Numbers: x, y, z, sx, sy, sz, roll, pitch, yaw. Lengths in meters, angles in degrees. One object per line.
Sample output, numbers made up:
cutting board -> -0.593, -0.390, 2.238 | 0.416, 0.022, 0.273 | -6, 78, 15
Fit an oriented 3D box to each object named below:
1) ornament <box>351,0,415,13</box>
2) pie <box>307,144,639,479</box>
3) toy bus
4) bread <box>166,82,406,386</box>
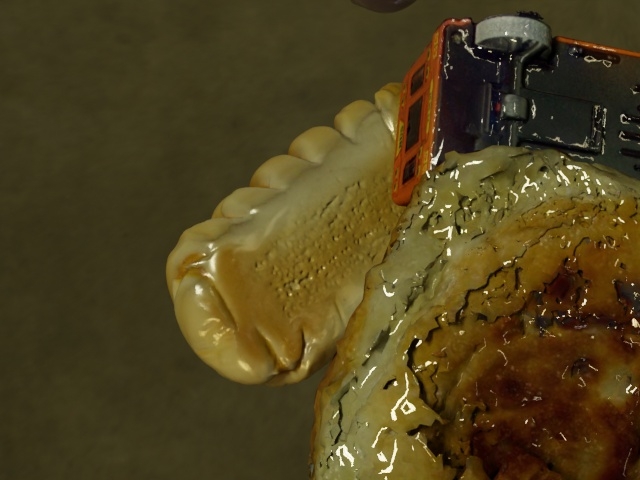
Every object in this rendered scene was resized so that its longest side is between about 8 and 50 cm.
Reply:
ornament -> 0.074, -0.313, 1.640 | 0.177, 0.177, 0.177 | 2, 99, 10
pie -> 0.121, 0.113, 0.835 | 0.308, 0.085, 0.308 | -1, 94, -14
toy bus -> 0.228, -0.066, 1.254 | 0.329, 0.153, 0.143 | 8, 76, -13
bread -> 0.000, 0.000, 1.423 | 0.311, 0.121, 0.173 | -36, 98, -23
